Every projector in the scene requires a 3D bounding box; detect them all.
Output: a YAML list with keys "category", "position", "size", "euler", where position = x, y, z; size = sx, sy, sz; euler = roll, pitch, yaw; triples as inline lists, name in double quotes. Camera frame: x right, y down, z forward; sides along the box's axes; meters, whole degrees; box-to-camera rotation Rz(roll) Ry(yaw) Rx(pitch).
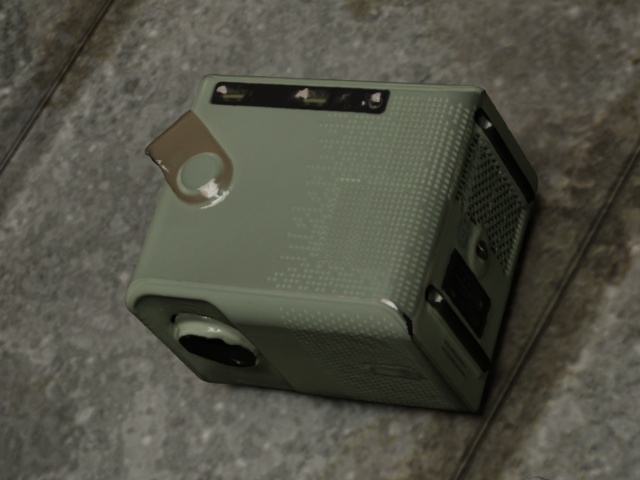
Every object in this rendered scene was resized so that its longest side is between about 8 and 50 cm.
- category: "projector"
  position: [0.000, 0.000, 1.244]
  size: [0.242, 0.163, 0.177]
  euler: [6, 64, 27]

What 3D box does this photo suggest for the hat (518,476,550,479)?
- category: "hat"
  position: [0.070, 0.186, 1.134]
  size: [0.162, 0.093, 0.112]
  euler: [-24, 90, 6]
